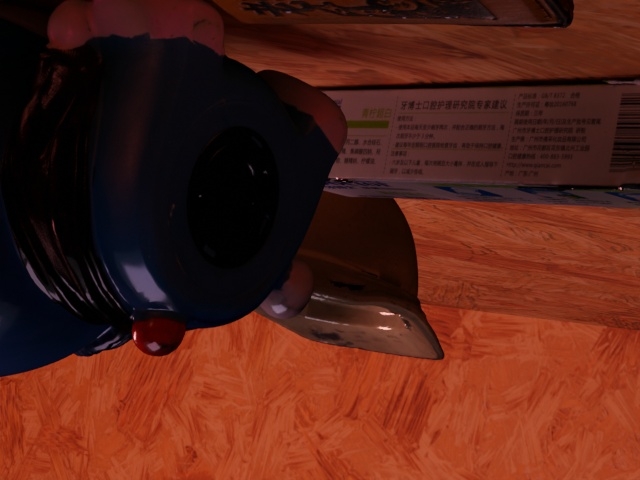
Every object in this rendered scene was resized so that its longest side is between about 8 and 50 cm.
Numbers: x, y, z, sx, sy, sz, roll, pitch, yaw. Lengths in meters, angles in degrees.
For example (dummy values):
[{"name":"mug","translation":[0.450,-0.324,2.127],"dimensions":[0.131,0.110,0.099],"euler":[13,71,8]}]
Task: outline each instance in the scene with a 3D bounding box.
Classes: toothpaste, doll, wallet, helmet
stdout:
[{"name":"toothpaste","translation":[0.108,-0.057,1.159],"dimensions":[0.081,0.067,0.336],"euler":[14,174,-40]},{"name":"doll","translation":[-0.169,-0.033,1.116],"dimensions":[0.310,0.240,0.284],"euler":[6,150,36]},{"name":"wallet","translation":[0.014,-0.121,0.794],"dimensions":[0.161,0.042,0.195],"euler":[8,174,16]},{"name":"helmet","translation":[0.003,-0.002,1.532],"dimensions":[0.204,0.137,0.257],"euler":[7,167,35]}]
